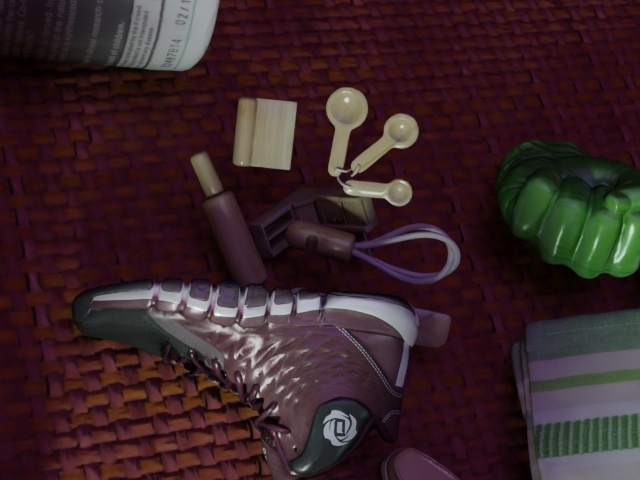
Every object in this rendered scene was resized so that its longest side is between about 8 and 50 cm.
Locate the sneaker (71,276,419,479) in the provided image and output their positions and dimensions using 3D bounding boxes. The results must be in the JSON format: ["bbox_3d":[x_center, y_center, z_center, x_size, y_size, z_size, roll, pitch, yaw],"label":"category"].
[{"bbox_3d":[-0.063,0.118,1.065,0.281,0.106,0.162,3,81,0],"label":"sneaker"}]

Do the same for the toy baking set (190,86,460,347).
[{"bbox_3d":[0.008,-0.011,1.128,0.197,0.030,0.256,-18,95,8],"label":"toy baking set"}]

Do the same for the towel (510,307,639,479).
[{"bbox_3d":[0.288,0.184,1.080,0.248,0.038,0.325,-7,45,10],"label":"towel"}]

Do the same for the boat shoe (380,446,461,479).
[{"bbox_3d":[0.122,0.228,1.084,0.170,0.059,0.063,44,58,9],"label":"boat shoe"}]

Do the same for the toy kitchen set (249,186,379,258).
[{"bbox_3d":[0.000,0.000,1.169,0.075,0.083,0.068,-37,119,-38],"label":"toy kitchen set"}]

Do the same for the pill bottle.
[{"bbox_3d":[-0.276,-0.259,1.145,0.361,0.204,0.204,2,61,-17],"label":"pill bottle"}]

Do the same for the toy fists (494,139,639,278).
[{"bbox_3d":[0.300,-0.021,1.235,0.279,0.096,0.142,9,33,-14],"label":"toy fists"}]
